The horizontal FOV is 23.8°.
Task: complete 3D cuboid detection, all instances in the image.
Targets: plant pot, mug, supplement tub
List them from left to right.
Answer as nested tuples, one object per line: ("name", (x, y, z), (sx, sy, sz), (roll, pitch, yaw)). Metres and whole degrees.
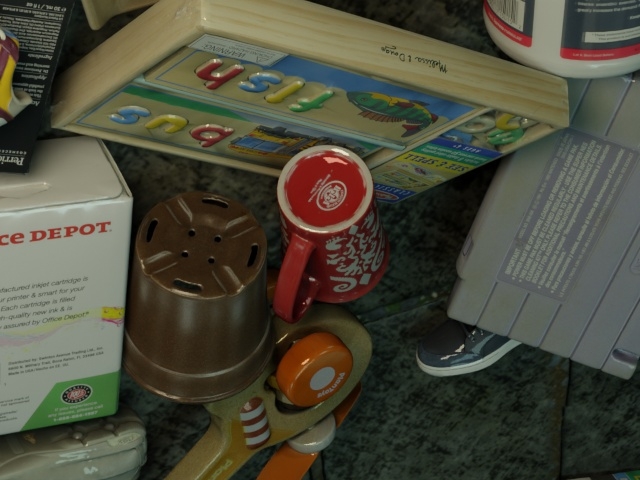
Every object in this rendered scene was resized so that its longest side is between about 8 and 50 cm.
("plant pot", (-0.119, 0.049, 1.488), (0.167, 0.167, 0.165), (-14, 149, -17))
("mug", (0.010, -0.002, 1.484), (0.113, 0.150, 0.169), (1, 159, 4))
("supplement tub", (0.250, -0.306, 1.403), (0.191, 0.191, 0.272), (-15, 132, -16))

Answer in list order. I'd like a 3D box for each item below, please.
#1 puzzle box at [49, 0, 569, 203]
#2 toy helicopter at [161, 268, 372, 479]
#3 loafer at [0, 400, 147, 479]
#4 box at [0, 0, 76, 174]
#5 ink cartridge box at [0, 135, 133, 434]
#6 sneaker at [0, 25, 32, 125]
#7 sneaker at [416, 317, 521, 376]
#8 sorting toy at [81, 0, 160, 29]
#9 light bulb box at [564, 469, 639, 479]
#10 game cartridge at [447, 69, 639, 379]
("puzzle box", (-0.010, -0.126, 1.406), (0.409, 0.052, 0.272), (11, 160, -34))
("toy helicopter", (-0.079, 0.214, 1.689), (0.355, 0.140, 0.235), (-46, 143, 6))
("loafer", (-0.336, 0.257, 1.614), (0.319, 0.112, 0.111), (-9, 121, -22))
("box", (-0.358, -0.164, 1.264), (0.261, 0.103, 0.184), (4, 120, -30))
("ink cartridge box", (-0.298, 0.048, 1.458), (0.201, 0.117, 0.278), (-8, 130, -22))
("sneaker", (-0.286, -0.164, 1.196), (0.084, 0.069, 0.185), (-29, 140, -17))
("sneaker", (0.200, 0.055, 1.747), (0.226, 0.086, 0.163), (-24, 132, -5))
("sorting toy", (-0.097, -0.249, 1.275), (0.229, 0.041, 0.307), (-21, 162, -7))
("light bulb box", (0.447, 0.567, 2.106), (0.225, 0.358, 0.361), (-2, 126, -29))
("game cartridge", (0.289, -0.028, 1.593), (0.230, 0.068, 0.355), (22, 126, 2))
